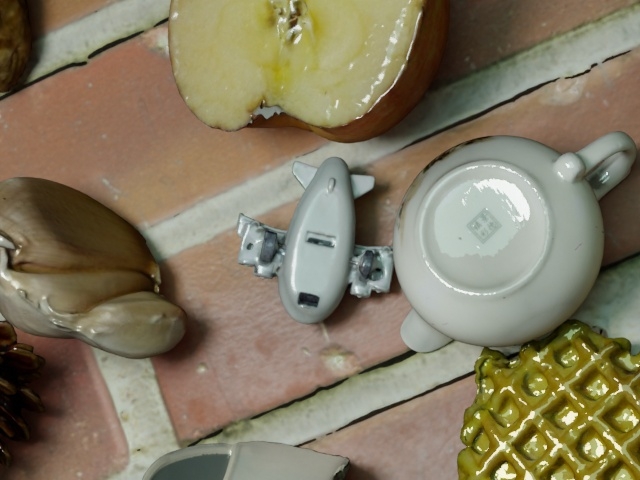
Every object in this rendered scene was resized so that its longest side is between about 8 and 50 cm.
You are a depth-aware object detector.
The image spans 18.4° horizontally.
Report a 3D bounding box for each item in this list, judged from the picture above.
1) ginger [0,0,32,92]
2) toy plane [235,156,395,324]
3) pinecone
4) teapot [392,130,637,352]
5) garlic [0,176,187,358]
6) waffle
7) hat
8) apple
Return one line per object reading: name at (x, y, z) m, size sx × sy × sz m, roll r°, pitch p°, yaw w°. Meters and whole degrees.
ginger at (-0.422, -0.309, 2.149) m, size 0.165 × 0.172 × 0.321 m, roll -24°, pitch 64°, yaw -30°
toy plane at (0.000, 0.000, 1.984) m, size 0.174 × 0.080 × 0.174 m, roll 0°, pitch 80°, yaw -2°
pinecone at (-0.377, 0.162, 1.988) m, size 0.207 × 0.208 × 0.208 m, roll -4°, pitch 75°, yaw 16°
teapot at (0.182, -0.004, 1.900) m, size 0.298 × 0.139 × 0.204 m, roll -36°, pitch 67°, yaw 8°
garlic at (-0.265, 0.029, 1.988) m, size 0.110 × 0.228 × 0.217 m, roll -48°, pitch 47°, yaw 23°
waffle at (0.253, 0.212, 1.866) m, size 0.291 × 0.051 × 0.291 m, roll -5°, pitch 74°, yaw 19°
hat at (-0.076, 0.304, 1.899) m, size 0.232 × 0.161 × 0.275 m, roll 8°, pitch 53°, yaw 40°
apple at (0.010, -0.212, 1.991) m, size 0.293 × 0.163 × 0.251 m, roll 14°, pitch 91°, yaw 33°
